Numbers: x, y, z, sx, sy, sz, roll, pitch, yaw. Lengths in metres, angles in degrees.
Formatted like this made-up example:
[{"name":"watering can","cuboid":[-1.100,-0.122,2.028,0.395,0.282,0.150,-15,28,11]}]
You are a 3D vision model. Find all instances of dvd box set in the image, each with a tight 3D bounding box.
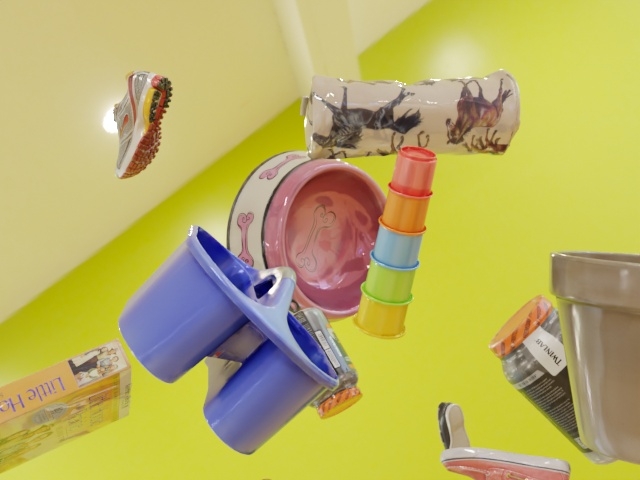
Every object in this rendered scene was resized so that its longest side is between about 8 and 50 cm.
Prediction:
[{"name":"dvd box set","cuboid":[-0.516,0.314,1.464,0.420,0.062,0.307,-22,-18,-22]}]

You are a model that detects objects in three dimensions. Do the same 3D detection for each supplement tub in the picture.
[{"name":"supplement tub","cuboid":[-0.005,0.232,1.682,0.117,0.190,0.117,-27,-20,-10]},{"name":"supplement tub","cuboid":[0.530,0.287,1.877,0.207,0.338,0.207,-46,-3,-3]}]

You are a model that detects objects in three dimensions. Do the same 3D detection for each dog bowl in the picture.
[{"name":"dog bowl","cuboid":[0.000,0.000,1.973,0.408,0.408,0.150,-25,15,-36]}]

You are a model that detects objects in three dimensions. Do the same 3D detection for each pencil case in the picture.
[{"name":"pencil case","cuboid":[0.162,-0.238,1.693,0.410,0.160,0.183,-1,18,2]}]

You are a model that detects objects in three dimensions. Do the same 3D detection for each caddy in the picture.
[{"name":"caddy","cuboid":[-0.096,0.099,1.071,0.179,0.241,0.341,-45,10,0]}]

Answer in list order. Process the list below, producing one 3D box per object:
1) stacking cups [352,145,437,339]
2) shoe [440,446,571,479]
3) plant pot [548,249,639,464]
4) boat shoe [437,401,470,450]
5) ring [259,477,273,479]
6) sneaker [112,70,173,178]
[{"name":"stacking cups","cuboid":[0.125,0.001,1.464,0.096,0.096,0.316,-16,-58,-51]},{"name":"shoe","cuboid":[0.250,0.335,1.223,0.063,0.178,0.081,70,-153,-61]},{"name":"plant pot","cuboid":[0.486,0.165,1.288,0.323,0.323,0.280,-4,-82,-62]},{"name":"boat shoe","cuboid":[0.227,0.339,1.545,0.046,0.125,0.038,-19,13,-29]},{"name":"ring","cuboid":[-0.041,0.465,1.104,0.032,0.336,0.336,-10,-15,9]},{"name":"sneaker","cuboid":[-0.363,-0.227,1.757,0.088,0.093,0.225,-23,-45,-67]}]
